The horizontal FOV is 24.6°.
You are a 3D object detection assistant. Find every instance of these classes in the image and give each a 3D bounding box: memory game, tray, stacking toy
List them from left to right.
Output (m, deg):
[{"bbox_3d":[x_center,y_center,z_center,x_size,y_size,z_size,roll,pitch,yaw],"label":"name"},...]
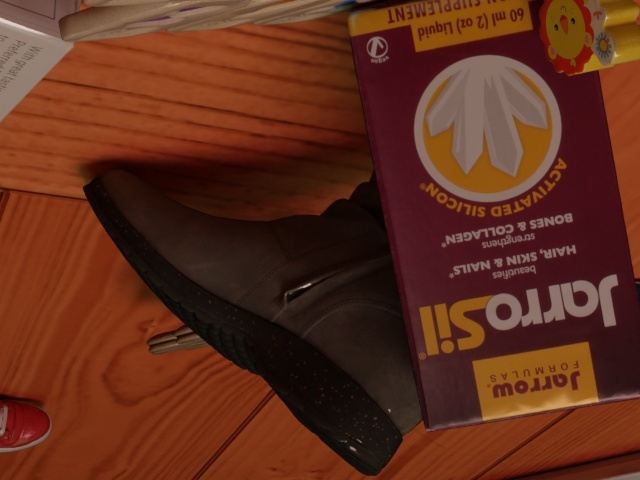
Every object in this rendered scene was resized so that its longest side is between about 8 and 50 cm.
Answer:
[{"bbox_3d":[-0.020,0.047,0.921,0.186,0.012,0.186,-13,175,-1],"label":"memory game"},{"bbox_3d":[0.262,0.233,1.358,0.270,0.030,0.145,-18,148,28],"label":"tray"},{"bbox_3d":[0.205,-0.107,0.533,0.167,0.052,0.221,-13,-177,-23],"label":"stacking toy"}]

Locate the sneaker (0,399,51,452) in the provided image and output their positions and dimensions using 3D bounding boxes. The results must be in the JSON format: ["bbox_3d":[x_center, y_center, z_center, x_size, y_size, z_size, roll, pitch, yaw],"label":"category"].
[{"bbox_3d":[-0.260,0.128,1.100,0.118,0.042,0.067,6,155,-12],"label":"sneaker"}]

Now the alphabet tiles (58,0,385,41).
[{"bbox_3d":[0.056,-0.112,0.517,0.278,0.021,0.284,-9,-176,37],"label":"alphabet tiles"}]

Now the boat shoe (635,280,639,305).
[{"bbox_3d":[0.143,0.067,0.986,0.183,0.066,0.066,2,154,-8],"label":"boat shoe"}]

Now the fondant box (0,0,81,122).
[{"bbox_3d":[-0.295,-0.107,0.582,0.330,0.096,0.238,17,147,-32],"label":"fondant box"}]

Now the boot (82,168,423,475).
[{"bbox_3d":[0.000,0.000,0.794,0.161,0.246,0.083,-47,152,-10],"label":"boot"}]

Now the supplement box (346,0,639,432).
[{"bbox_3d":[0.081,-0.018,0.662,0.104,0.188,0.081,-11,-176,6],"label":"supplement box"}]
